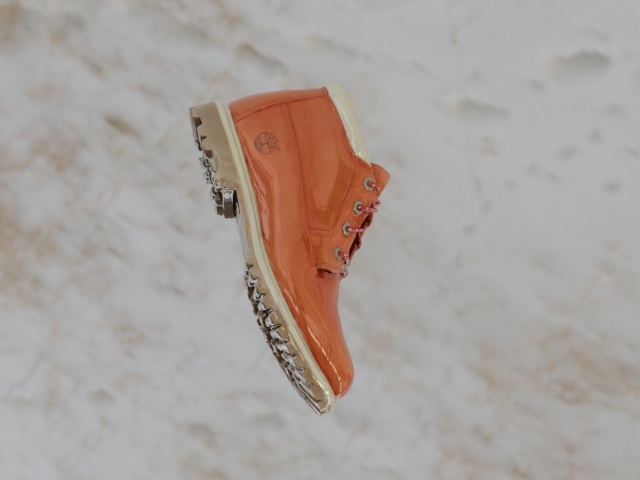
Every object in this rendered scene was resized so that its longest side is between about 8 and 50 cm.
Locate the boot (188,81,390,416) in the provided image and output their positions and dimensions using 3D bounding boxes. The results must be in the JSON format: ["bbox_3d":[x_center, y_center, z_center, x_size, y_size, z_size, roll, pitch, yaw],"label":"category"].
[{"bbox_3d":[0.000,0.000,0.862,0.059,0.085,0.158,117,136,-76],"label":"boot"}]
